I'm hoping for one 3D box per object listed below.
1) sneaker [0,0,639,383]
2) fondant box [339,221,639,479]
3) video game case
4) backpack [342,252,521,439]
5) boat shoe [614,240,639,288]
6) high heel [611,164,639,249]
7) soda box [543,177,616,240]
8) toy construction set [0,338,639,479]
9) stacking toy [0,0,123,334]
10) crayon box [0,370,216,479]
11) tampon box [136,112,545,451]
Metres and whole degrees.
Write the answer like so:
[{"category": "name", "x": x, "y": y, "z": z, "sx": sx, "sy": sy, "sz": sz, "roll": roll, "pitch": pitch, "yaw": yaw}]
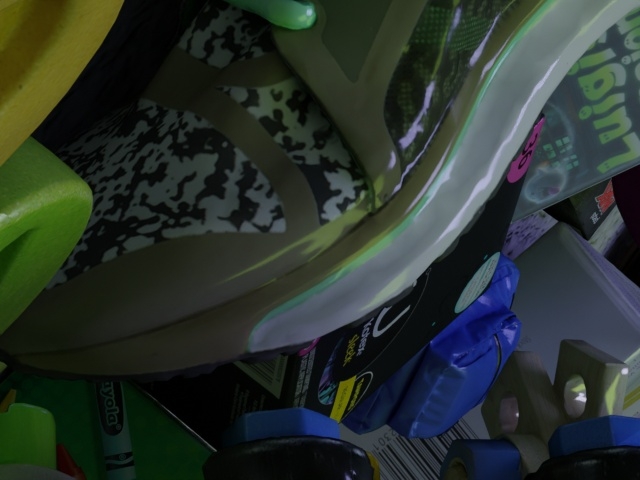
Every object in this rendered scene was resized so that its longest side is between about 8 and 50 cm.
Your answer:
[{"category": "sneaker", "x": 0.016, "y": -0.125, "z": 0.612, "sx": 0.410, "sy": 0.158, "sz": 0.182, "roll": -43, "pitch": 126, "yaw": -17}, {"category": "fondant box", "x": 0.128, "y": 0.122, "z": 1.191, "sx": 0.238, "sy": 0.096, "sz": 0.330, "roll": -42, "pitch": 162, "yaw": 8}, {"category": "video game case", "x": 0.134, "y": -0.101, "z": 0.811, "sx": 0.173, "sy": 0.022, "sz": 0.190, "roll": -25, "pitch": 139, "yaw": 4}, {"category": "backpack", "x": 0.054, "y": 0.047, "z": 0.964, "sx": 0.120, "sy": 0.101, "sz": 0.098, "roll": -31, "pitch": 158, "yaw": -53}, {"category": "boat shoe", "x": 0.221, "y": 0.111, "z": 1.451, "sx": 0.123, "sy": 0.123, "sz": 0.342, "roll": 23, "pitch": 112, "yaw": -39}, {"category": "high heel", "x": 0.274, "y": -0.092, "z": 1.081, "sx": 0.377, "sy": 0.127, "sz": 0.181, "roll": -25, "pitch": 116, "yaw": -48}, {"category": "soda box", "x": 0.146, "y": -0.055, "z": 1.058, "sx": 0.060, "sy": 0.053, "sz": 0.169, "roll": -52, "pitch": 161, "yaw": -2}, {"category": "toy construction set", "x": -0.001, "y": 0.116, "z": 0.561, "sx": 0.327, "sy": 0.151, "sz": 0.215, "roll": -10, "pitch": 161, "yaw": -26}, {"category": "stacking toy", "x": -0.193, "y": 0.014, "z": 0.405, "sx": 0.309, "sy": 0.130, "sz": 0.279, "roll": -42, "pitch": 175, "yaw": -8}, {"category": "crayon box", "x": -0.067, "y": 0.171, "z": 0.807, "sx": 0.081, "sy": 0.165, "sz": 0.278, "roll": -45, "pitch": 159, "yaw": -20}, {"category": "tampon box", "x": 0.000, "y": 0.000, "z": 0.758, "sx": 0.161, "sy": 0.101, "sz": 0.120, "roll": -40, "pitch": 157, "yaw": -32}]
